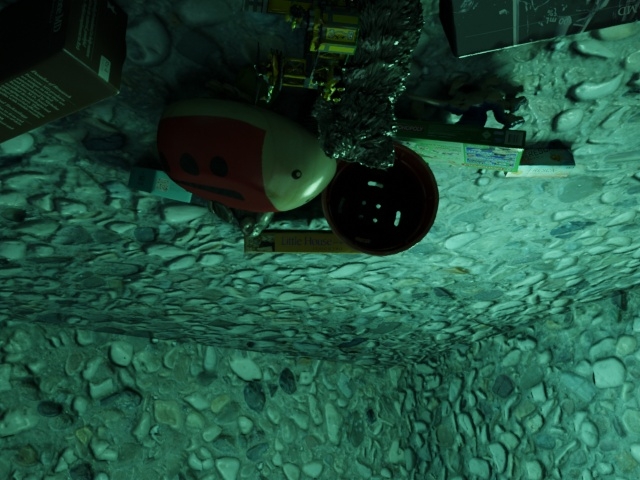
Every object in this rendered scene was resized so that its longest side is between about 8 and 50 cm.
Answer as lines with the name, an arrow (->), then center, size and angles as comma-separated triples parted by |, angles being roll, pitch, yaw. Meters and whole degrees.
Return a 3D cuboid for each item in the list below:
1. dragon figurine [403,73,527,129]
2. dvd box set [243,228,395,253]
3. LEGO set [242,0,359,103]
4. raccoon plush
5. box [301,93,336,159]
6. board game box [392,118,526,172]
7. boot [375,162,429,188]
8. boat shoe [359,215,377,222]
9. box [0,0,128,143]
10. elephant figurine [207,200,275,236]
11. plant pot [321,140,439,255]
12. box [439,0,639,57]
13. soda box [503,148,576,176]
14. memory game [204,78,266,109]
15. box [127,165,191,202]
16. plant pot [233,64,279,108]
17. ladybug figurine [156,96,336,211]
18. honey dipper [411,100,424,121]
dragon figurine -> 0.344, -0.304, 1.401 | 0.290, 0.085, 0.144 | -8, 154, 5
dvd box set -> 0.000, 0.000, 1.802 | 0.421, 0.062, 0.307 | 1, -177, 2
LEGO set -> -0.054, -0.391, 0.948 | 0.192, 0.331, 0.255 | 3, 174, -9
raccoon plush -> 0.098, -0.333, 1.064 | 0.216, 0.299, 0.446 | 3, 153, -13
box -> 0.029, -0.262, 1.397 | 0.094, 0.113, 0.275 | -19, 162, -29
board game box -> 0.315, -0.225, 1.438 | 0.318, 0.046, 0.213 | 9, 176, 15
boot -> 0.230, -0.178, 1.685 | 0.069, 0.086, 0.190 | 5, -177, -39
boat shoe -> 0.134, -0.058, 1.941 | 0.142, 0.040, 0.049 | 14, 150, -32
box -> -0.554, -0.321, 1.128 | 0.382, 0.191, 0.143 | -15, 152, 21
elephant figurine -> -0.230, -0.128, 1.608 | 0.240, 0.169, 0.186 | 33, 122, 0
plant pot -> 0.135, -0.087, 1.519 | 0.273, 0.272, 0.265 | -3, 175, -2
box -> 0.331, -0.462, 0.834 | 0.344, 0.178, 0.312 | -10, 130, 9
soda box -> 0.597, -0.213, 1.658 | 0.183, 0.058, 0.063 | -1, 154, -7
memory game -> -0.174, -0.292, 1.324 | 0.186, 0.012, 0.186 | 30, 172, 4
box -> -0.408, -0.144, 1.533 | 0.101, 0.060, 0.244 | 13, -179, -31
plant pot -> -0.142, -0.333, 1.300 | 0.079, 0.083, 0.083 | 33, 138, -33
ladybug figurine -> -0.187, -0.173, 1.328 | 0.450, 0.161, 0.305 | 12, 157, 28
honey dipper -> 0.244, -0.291, 1.488 | 0.031, 0.030, 0.160 | -8, 158, 9
